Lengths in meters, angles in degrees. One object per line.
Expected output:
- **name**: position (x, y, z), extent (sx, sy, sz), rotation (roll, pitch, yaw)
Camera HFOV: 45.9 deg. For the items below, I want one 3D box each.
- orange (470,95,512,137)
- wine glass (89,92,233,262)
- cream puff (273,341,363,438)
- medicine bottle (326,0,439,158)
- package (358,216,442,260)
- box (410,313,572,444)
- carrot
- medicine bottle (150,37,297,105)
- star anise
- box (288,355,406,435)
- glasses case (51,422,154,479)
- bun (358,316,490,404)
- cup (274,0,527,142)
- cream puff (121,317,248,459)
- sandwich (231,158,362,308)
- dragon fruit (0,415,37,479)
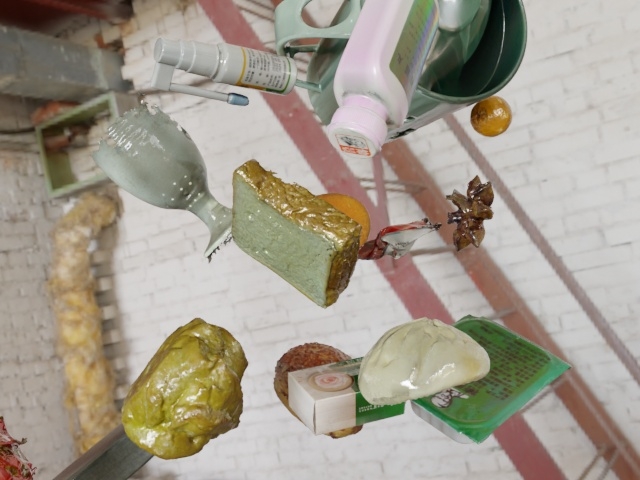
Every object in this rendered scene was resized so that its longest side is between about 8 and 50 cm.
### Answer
- **orange**: position (0.330, -0.241, 1.464), extent (0.070, 0.083, 0.083), rotation (7, -13, -33)
- **wine glass**: position (-0.307, -0.132, 1.589), extent (0.190, 0.357, 0.190), rotation (-45, 5, 5)
- **cream puff**: position (0.010, 0.327, 1.672), extent (0.240, 0.240, 0.164), rotation (-15, 30, 44)
- **medicine bottle**: position (0.072, -0.199, 0.869), extent (0.078, 0.219, 0.115), rotation (10, -24, 26)
- **package**: position (0.157, -0.004, 1.650), extent (0.194, 0.071, 0.269), rotation (-19, 7, -6)
- **box**: position (0.326, 0.308, 1.601), extent (0.337, 0.106, 0.264), rotation (-27, 39, -35)
- **carrot**: position (0.000, 0.000, 2.097), extent (0.307, 0.258, 0.100), rotation (-51, -27, -29)
- **medicine bottle**: position (-0.147, -0.253, 1.148), extent (0.221, 0.092, 0.061), rotation (4, 26, -34)
- **star anise**: position (0.313, -0.055, 1.561), extent (0.057, 0.167, 0.168), rotation (7, -12, -28)
- **box**: position (0.050, 0.297, 1.469), extent (0.199, 0.081, 0.135), rotation (-10, 18, -23)
- **glasses case**: position (-0.415, 0.431, 1.403), extent (0.323, 0.074, 0.131), rotation (-39, 7, 6)
- **bun**: position (0.138, 0.159, 1.036), extent (0.183, 0.102, 0.183), rotation (-16, -6, -2)
- **cup**: position (0.118, -0.374, 1.402), extent (0.401, 0.310, 0.392), rotation (30, -18, -13)
- **cream puff**: position (-0.225, 0.251, 1.272), extent (0.244, 0.196, 0.244), rotation (-38, -15, -13)
- **sandwich**: position (-0.054, -0.006, 1.383), extent (0.087, 0.251, 0.226), rotation (-45, -21, -29)
- **dragon fruit**: position (-0.529, 0.400, 1.145), extent (0.205, 0.268, 0.210), rotation (-39, -6, 16)
